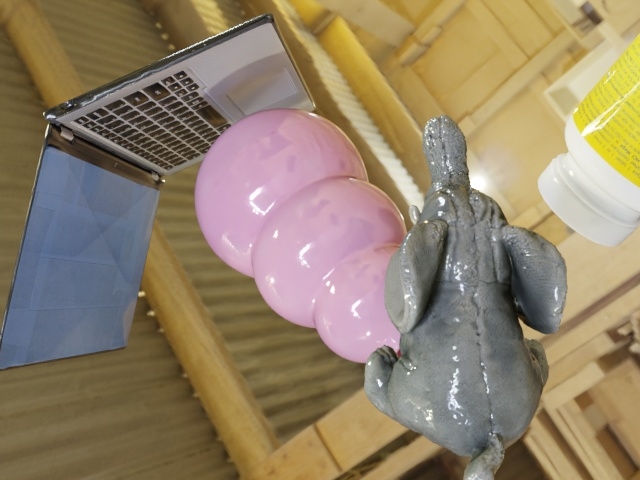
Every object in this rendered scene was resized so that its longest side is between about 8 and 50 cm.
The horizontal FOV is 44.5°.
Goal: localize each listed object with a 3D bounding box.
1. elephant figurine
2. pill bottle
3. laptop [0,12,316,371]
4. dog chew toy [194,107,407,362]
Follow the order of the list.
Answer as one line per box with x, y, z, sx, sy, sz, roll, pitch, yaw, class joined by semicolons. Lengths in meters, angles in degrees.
0.112;0.035;0.631;0.169;0.239;0.186;-17;-155;-41;elephant figurine
0.432;-0.155;0.974;0.188;0.334;0.188;24;-145;-18;pill bottle
-0.173;-0.038;0.980;0.382;0.408;0.236;32;-145;-83;laptop
0.000;0.000;0.868;0.206;0.206;0.332;12;-149;-50;dog chew toy
